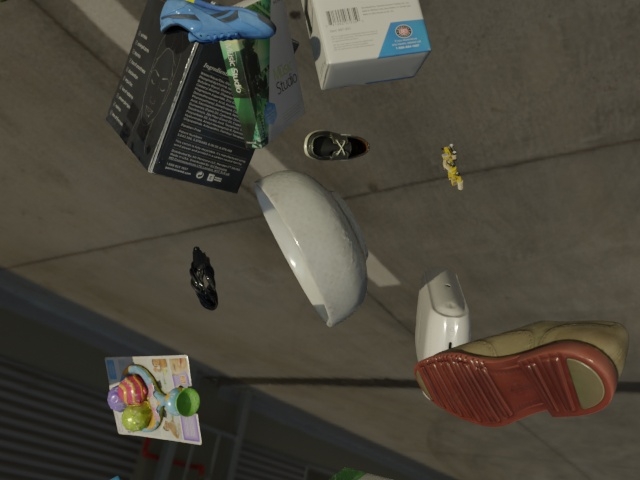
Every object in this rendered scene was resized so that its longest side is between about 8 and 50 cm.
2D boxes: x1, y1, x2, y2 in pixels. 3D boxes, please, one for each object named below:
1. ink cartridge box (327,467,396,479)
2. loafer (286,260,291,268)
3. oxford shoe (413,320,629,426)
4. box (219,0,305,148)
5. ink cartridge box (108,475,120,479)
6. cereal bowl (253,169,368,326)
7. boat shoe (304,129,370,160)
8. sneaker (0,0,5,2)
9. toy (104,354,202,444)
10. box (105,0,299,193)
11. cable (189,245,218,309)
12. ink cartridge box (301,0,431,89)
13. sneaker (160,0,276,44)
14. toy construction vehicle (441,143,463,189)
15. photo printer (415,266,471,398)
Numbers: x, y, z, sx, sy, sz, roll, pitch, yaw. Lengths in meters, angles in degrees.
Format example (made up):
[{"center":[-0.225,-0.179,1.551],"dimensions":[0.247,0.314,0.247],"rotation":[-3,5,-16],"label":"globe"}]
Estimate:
[{"center":[0.127,0.540,1.008],"dimensions":[0.121,0.211,0.289],"rotation":[-19,-176,-39],"label":"ink cartridge box"},{"center":[-0.046,-0.051,1.687],"dimensions":[0.130,0.366,0.134],"rotation":[-40,136,20],"label":"loafer"},{"center":[0.288,0.190,0.863],"dimensions":[0.348,0.130,0.123],"rotation":[-19,101,52],"label":"oxford shoe"},{"center":[-0.137,-0.418,1.413],"dimensions":[0.058,0.232,0.322],"rotation":[6,126,28],"label":"box"},{"center":[-0.486,0.589,1.206],"dimensions":[0.181,0.104,0.061],"rotation":[-19,149,-38],"label":"ink cartridge box"},{"center":[0.000,0.000,1.188],"dimensions":[0.141,0.339,0.339],"rotation":[-27,152,-8],"label":"cereal bowl"},{"center":[0.045,-0.259,1.586],"dimensions":[0.079,0.084,0.233],"rotation":[7,-171,39],"label":"boat shoe"},{"center":[-0.657,-0.521,1.085],"dimensions":[0.126,0.091,0.240],"rotation":[54,178,-18],"label":"sneaker"},{"center":[-0.288,0.256,0.925],"dimensions":[0.237,0.137,0.056],"rotation":[-11,178,37],"label":"toy"},{"center":[-0.373,-0.463,1.727],"dimensions":[0.297,0.471,0.480],"rotation":[11,-160,-39],"label":"box"},{"center":[-0.314,0.116,1.571],"dimensions":[0.047,0.184,0.150],"rotation":[-15,142,-3],"label":"cable"},{"center":[0.082,-0.502,1.244],"dimensions":[0.223,0.307,0.129],"rotation":[-11,171,-9],"label":"ink cartridge box"},{"center":[-0.187,-0.382,1.053],"dimensions":[0.209,0.082,0.069],"rotation":[13,172,1],"label":"sneaker"},{"center":[0.287,-0.162,1.286],"dimensions":[0.035,0.098,0.086],"rotation":[-14,140,6],"label":"toy construction vehicle"},{"center":[0.304,0.238,1.468],"dimensions":[0.107,0.307,0.256],"rotation":[4,110,4],"label":"photo printer"}]
